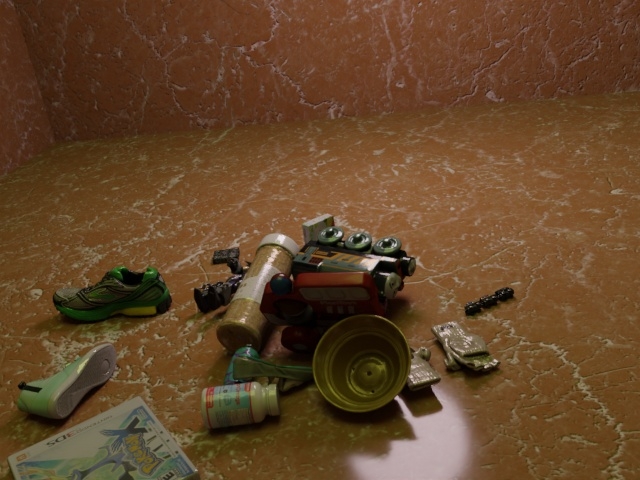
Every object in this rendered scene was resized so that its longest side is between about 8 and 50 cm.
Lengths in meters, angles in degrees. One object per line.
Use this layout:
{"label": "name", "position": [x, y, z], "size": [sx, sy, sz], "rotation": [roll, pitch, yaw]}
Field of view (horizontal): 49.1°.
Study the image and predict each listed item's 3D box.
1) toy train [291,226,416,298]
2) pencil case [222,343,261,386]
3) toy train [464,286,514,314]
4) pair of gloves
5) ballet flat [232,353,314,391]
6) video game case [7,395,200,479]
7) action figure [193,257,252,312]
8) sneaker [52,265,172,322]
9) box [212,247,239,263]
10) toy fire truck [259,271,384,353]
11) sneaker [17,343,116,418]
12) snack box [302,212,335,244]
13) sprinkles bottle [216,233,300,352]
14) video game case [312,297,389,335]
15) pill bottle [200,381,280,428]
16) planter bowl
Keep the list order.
{"label": "toy train", "position": [0.083, 0.073, 1.875], "size": [0.333, 0.142, 0.190], "rotation": [11, 42, 31]}
{"label": "pencil case", "position": [-0.181, 0.308, 1.618], "size": [0.070, 0.065, 0.152], "rotation": [-2, 26, 7]}
{"label": "toy train", "position": [0.430, 0.153, 1.803], "size": [0.158, 0.027, 0.036], "rotation": [-19, 23, -23]}
{"label": "pair of gloves", "position": [0.261, 0.266, 1.597], "size": [0.240, 0.042, 0.204], "rotation": [-15, 22, -19]}
{"label": "ballet flat", "position": [-0.101, 0.306, 1.575], "size": [0.213, 0.068, 0.072], "rotation": [16, -15, -27]}
{"label": "video game case", "position": [-0.443, 0.460, 1.409], "size": [0.300, 0.036, 0.329], "rotation": [-22, 28, -27]}
{"label": "action figure", "position": [-0.223, 0.115, 2.020], "size": [0.185, 0.099, 0.285], "rotation": [8, 25, 42]}
{"label": "sneaker", "position": [-0.608, 0.140, 2.027], "size": [0.343, 0.146, 0.134], "rotation": [-7, 25, 5]}
{"label": "box", "position": [-0.306, 0.050, 2.277], "size": [0.083, 0.018, 0.067], "rotation": [-8, 25, 1]}
{"label": "toy fire truck", "position": [-0.003, 0.144, 1.639], "size": [0.302, 0.254, 0.169], "rotation": [0, 58, 19]}
{"label": "sneaker", "position": [-0.614, 0.326, 1.689], "size": [0.151, 0.094, 0.256], "rotation": [-1, 24, 23]}
{"label": "snack box", "position": [0.000, 0.000, 2.137], "size": [0.100, 0.141, 0.037], "rotation": [-24, 29, -30]}
{"label": "sprinkles bottle", "position": [-0.156, 0.133, 1.839], "size": [0.121, 0.121, 0.355], "rotation": [0, 39, 19]}
{"label": "video game case", "position": [0.071, 0.175, 1.853], "size": [0.210, 0.042, 0.232], "rotation": [-2, 25, 13]}
{"label": "pill bottle", "position": [-0.169, 0.350, 1.497], "size": [0.160, 0.087, 0.087], "rotation": [-8, 24, 1]}
{"label": "planter bowl", "position": [0.098, 0.277, 1.521], "size": [0.217, 0.090, 0.217], "rotation": [-8, 59, 14]}
